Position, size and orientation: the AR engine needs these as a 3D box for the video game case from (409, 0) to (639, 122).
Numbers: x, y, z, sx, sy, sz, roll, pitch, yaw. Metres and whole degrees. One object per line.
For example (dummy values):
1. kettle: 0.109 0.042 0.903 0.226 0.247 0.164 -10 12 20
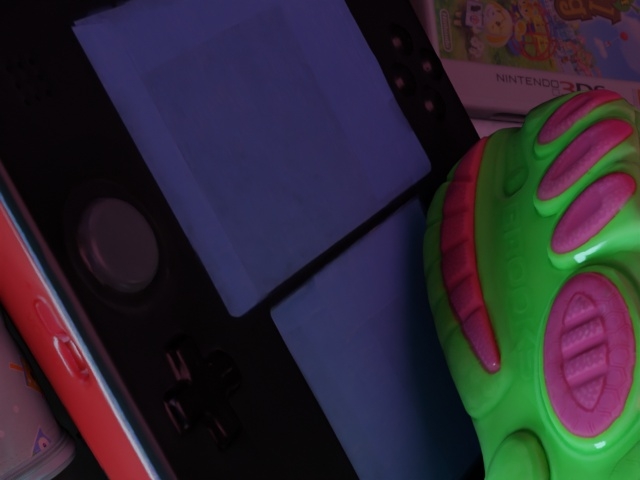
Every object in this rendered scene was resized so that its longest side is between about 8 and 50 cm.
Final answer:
1. video game case: 0.141 -0.181 0.908 0.193 0.023 0.212 2 75 -30

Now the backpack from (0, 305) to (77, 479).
1. backpack: -0.191 0.107 0.544 0.188 0.166 0.144 -38 98 -30

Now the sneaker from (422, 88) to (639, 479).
1. sneaker: 0.159 0.145 0.596 0.202 0.185 0.483 31 48 -31

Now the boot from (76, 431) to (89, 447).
1. boot: -0.057 0.106 0.699 0.118 0.042 0.087 -30 94 -33

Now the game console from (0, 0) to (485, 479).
1. game console: 0.000 0.000 0.671 0.342 0.060 0.386 58 34 -3
